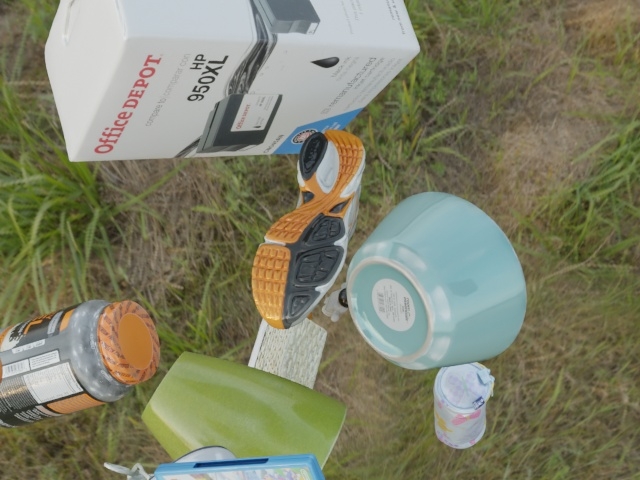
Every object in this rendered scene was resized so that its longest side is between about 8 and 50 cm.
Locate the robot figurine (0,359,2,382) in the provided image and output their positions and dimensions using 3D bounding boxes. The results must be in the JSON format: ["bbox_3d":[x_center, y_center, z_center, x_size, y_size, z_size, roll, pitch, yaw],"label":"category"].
[{"bbox_3d":[-0.373,0.144,0.655,0.158,0.128,0.219,39,99,11],"label":"robot figurine"}]

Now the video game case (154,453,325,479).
[{"bbox_3d":[-0.061,0.250,0.670,0.166,0.119,0.015,-12,20,26],"label":"video game case"}]

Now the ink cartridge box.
[{"bbox_3d":[-0.121,-0.240,0.960,0.395,0.285,0.166,-7,71,-33],"label":"ink cartridge box"}]

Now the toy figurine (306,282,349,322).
[{"bbox_3d":[-0.025,0.102,1.746,0.213,0.148,0.209,-14,79,-28],"label":"toy figurine"}]

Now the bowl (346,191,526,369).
[{"bbox_3d":[0.161,0.089,1.220,0.163,0.311,0.311,-23,60,-40],"label":"bowl"}]

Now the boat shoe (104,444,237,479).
[{"bbox_3d":[-0.255,0.379,1.029,0.367,0.136,0.156,-49,37,16],"label":"boat shoe"}]

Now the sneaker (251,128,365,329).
[{"bbox_3d":[0.000,0.000,0.883,0.099,0.121,0.262,13,60,16],"label":"sneaker"}]

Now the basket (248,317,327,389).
[{"bbox_3d":[-0.069,0.242,1.553,0.103,0.113,0.167,-12,53,43],"label":"basket"}]

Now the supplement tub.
[{"bbox_3d":[-0.474,0.225,1.378,0.316,0.193,0.193,-17,63,16],"label":"supplement tub"}]

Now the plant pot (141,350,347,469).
[{"bbox_3d":[-0.150,0.328,1.278,0.293,0.275,0.274,31,69,0],"label":"plant pot"}]

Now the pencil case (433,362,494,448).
[{"bbox_3d":[0.304,0.353,1.581,0.124,0.273,0.113,-34,59,-14],"label":"pencil case"}]
